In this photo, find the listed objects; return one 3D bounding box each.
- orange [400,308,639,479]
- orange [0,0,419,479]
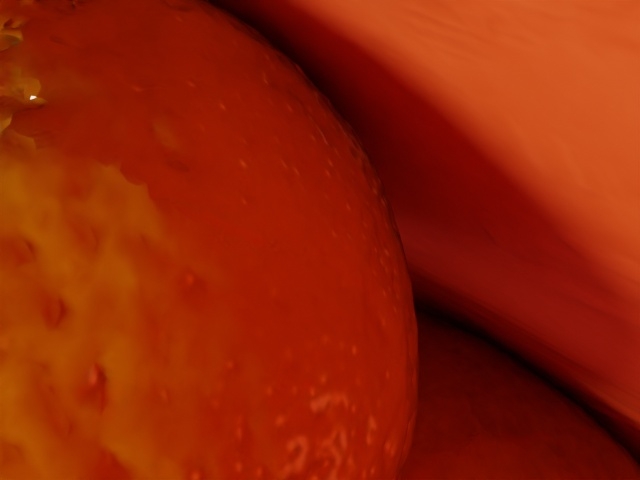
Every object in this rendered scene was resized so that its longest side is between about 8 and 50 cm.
[{"bbox_3d":[0.043,0.228,0.783,0.424,0.326,0.424,33,172,5],"label":"orange"},{"bbox_3d":[-0.115,0.060,0.470,0.293,0.340,0.340,40,170,-33],"label":"orange"}]
